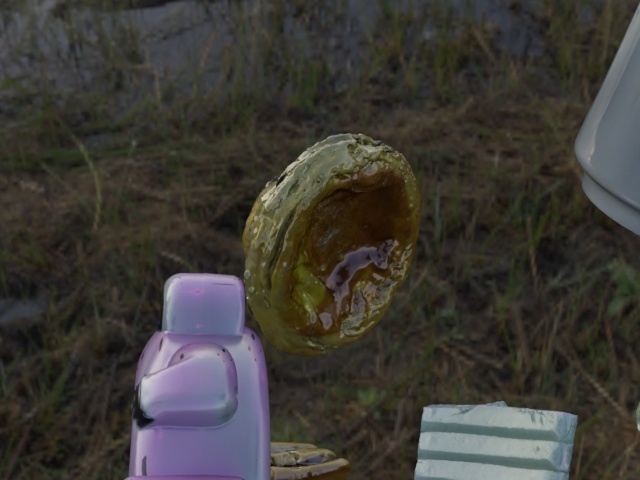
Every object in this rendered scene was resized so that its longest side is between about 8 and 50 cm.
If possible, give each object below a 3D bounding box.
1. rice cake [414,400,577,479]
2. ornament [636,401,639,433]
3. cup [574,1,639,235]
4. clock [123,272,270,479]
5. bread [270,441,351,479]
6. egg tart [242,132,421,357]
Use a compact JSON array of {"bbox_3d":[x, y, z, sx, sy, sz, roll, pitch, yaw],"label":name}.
[{"bbox_3d":[0.223,0.270,1.474,0.237,0.127,0.043,-2,-14,44],"label":"rice cake"},{"bbox_3d":[0.425,0.243,1.126,0.130,0.120,0.285,-1,43,-34],"label":"ornament"},{"bbox_3d":[0.421,-0.173,1.126,0.237,0.326,0.323,27,27,17],"label":"cup"},{"bbox_3d":[-0.082,0.162,0.719,0.090,0.227,0.247,4,44,-8],"label":"clock"},{"bbox_3d":[-0.065,0.302,1.425,0.200,0.116,0.077,3,41,-40],"label":"bread"},{"bbox_3d":[0.000,0.000,1.655,0.352,0.352,0.150,-31,42,-32],"label":"egg tart"}]
